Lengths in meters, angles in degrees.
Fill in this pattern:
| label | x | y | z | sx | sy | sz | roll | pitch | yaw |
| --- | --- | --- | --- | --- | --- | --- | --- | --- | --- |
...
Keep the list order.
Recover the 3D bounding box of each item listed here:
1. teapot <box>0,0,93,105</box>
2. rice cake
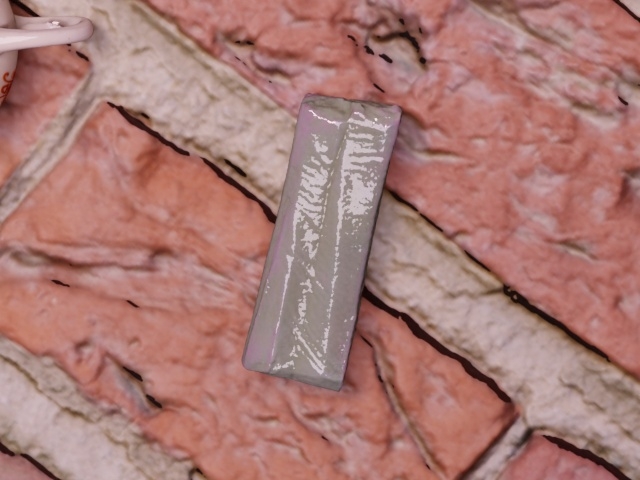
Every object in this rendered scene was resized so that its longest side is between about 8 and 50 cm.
| label | x | y | z | sx | sy | sz | roll | pitch | yaw |
| --- | --- | --- | --- | --- | --- | --- | --- | --- | --- |
| teapot | -0.287 | -0.142 | 1.255 | 0.245 | 0.116 | 0.159 | 2 | 92 | -2 |
| rice cake | 0.001 | -0.001 | 1.290 | 0.080 | 0.042 | 0.222 | 14 | 105 | 6 |
